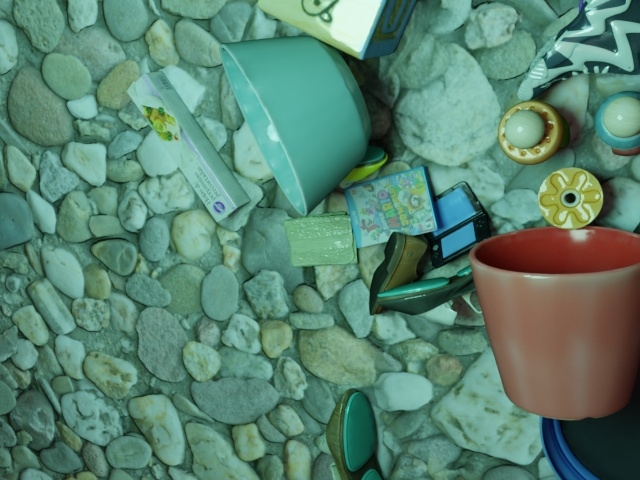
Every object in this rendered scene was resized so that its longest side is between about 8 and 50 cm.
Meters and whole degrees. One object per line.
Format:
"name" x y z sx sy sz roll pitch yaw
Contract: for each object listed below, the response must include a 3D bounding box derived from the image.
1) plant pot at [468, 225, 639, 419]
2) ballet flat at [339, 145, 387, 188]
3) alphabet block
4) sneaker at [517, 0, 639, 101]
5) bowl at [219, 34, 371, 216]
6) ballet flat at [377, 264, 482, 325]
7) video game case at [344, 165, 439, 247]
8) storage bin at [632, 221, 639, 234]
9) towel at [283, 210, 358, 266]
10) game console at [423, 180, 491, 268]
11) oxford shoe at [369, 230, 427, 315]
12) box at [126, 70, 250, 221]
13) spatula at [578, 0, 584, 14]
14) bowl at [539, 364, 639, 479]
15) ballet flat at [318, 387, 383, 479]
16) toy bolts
"plant pot" 0.379 0.126 1.067 0.275 0.275 0.243 -1 105 23
"ballet flat" 0.021 -0.135 1.288 0.231 0.077 0.077 3 130 24
"alphabet block" 0.046 -0.423 1.106 0.197 0.193 0.192 29 114 11
"sneaker" 0.426 -0.274 1.054 0.153 0.094 0.235 36 125 -1
"bowl" -0.026 -0.211 1.139 0.163 0.311 0.311 -26 97 -7
"ballet flat" 0.243 0.093 1.211 0.280 0.095 0.096 -21 91 7
"video game case" 0.130 -0.060 1.272 0.166 0.015 0.119 -14 89 30
"storage bin" 0.586 -0.024 1.079 0.122 0.084 0.180 30 117 10
"towel" 0.000 0.000 1.359 0.148 0.027 0.110 -4 105 23
"game console" 0.232 -0.027 1.233 0.122 0.107 0.071 -32 122 28
"oxford shoe" 0.142 0.074 1.291 0.076 0.076 0.212 10 136 -12
"box" -0.266 -0.191 1.383 0.063 0.067 0.324 -33 94 29
"spatula" 0.352 -0.393 1.080 0.296 0.030 0.084 12 118 19
"bowl" 0.589 0.330 1.200 0.391 0.077 0.391 7 110 20
"ballet flat" 0.066 0.470 1.458 0.124 0.116 0.342 -3 111 43
"toy bolts" 0.405 -0.136 1.053 0.228 0.158 0.218 -21 84 25
